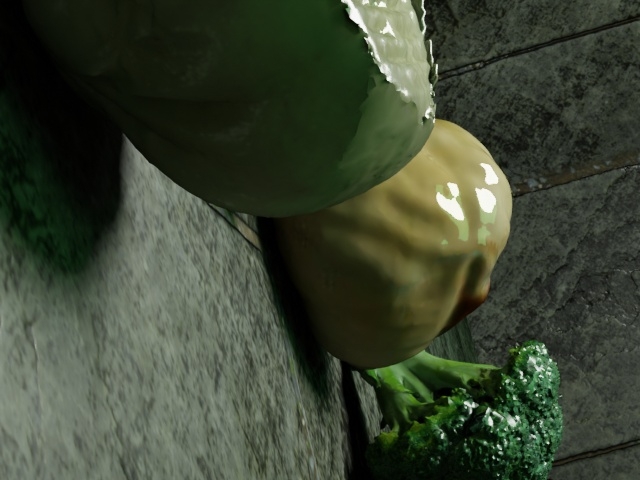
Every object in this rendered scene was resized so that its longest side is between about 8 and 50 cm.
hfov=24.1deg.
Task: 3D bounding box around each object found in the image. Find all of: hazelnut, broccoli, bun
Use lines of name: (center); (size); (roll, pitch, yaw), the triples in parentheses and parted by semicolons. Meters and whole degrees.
hazelnut: (0.053, -0.009, 1.498); (0.241, 0.261, 0.261); (35, -27, 49)
broccoli: (0.134, 0.199, 1.628); (0.269, 0.254, 0.269); (45, -29, 33)
bun: (-0.074, -0.181, 0.932); (0.359, 0.211, 0.360); (-20, 90, -76)

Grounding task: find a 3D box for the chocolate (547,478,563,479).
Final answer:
chocolate: (0.248, 0.399, 2.109); (0.177, 0.224, 0.206); (37, 65, -30)
